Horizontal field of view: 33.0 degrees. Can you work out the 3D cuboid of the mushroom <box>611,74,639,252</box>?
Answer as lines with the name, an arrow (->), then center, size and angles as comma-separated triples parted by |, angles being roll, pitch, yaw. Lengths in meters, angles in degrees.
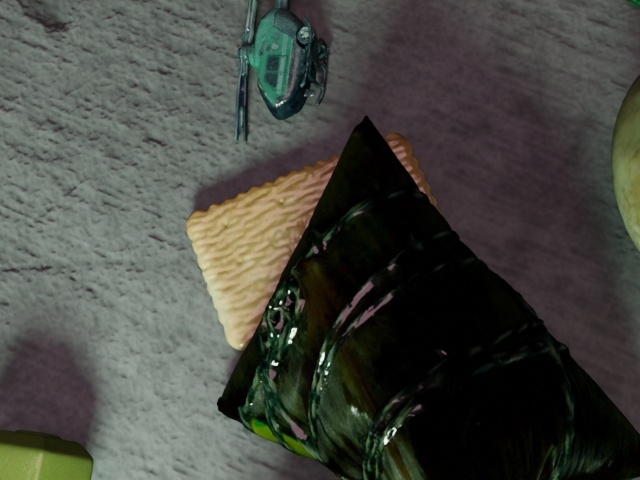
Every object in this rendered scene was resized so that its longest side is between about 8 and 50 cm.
mushroom -> 0.440, -0.071, 0.963 | 0.352, 0.260, 0.352 | -1, 68, 3

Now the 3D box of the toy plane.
toy plane -> -0.043, -0.219, 1.154 | 0.096, 0.060, 0.235 | 1, 78, 19

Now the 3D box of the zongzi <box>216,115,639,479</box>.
zongzi -> 0.134, 0.132, 0.976 | 0.383, 0.362, 0.319 | 45, 113, 43

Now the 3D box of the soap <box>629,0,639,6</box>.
soap -> 0.340, -0.367, 1.139 | 0.273, 0.098, 0.218 | 42, 82, 14

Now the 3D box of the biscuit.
biscuit -> 0.000, 0.000, 1.098 | 0.249, 0.030, 0.160 | -22, 73, -2

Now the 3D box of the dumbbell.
dumbbell -> -0.289, 0.327, 0.989 | 0.108, 0.121, 0.302 | 14, 74, -21
